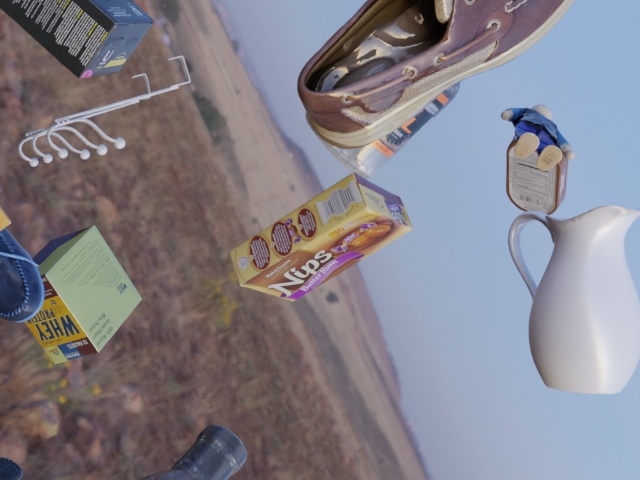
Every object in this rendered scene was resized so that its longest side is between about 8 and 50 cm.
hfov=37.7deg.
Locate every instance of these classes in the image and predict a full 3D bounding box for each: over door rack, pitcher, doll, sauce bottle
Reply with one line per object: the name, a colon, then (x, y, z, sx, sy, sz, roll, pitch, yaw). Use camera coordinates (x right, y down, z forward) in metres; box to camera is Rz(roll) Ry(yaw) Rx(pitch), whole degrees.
over door rack: (-0.422, -0.240, 1.875, 0.239, 0.324, 0.108, -1, -60, 58)
pitcher: (0.287, 0.065, 1.088, 0.177, 0.125, 0.207, 1, -92, 55)
doll: (0.329, -0.159, 1.409, 0.129, 0.046, 0.189, 30, 27, -3)
sauce bottle: (-0.217, 0.365, 1.136, 0.111, 0.344, 0.111, 23, -45, 25)

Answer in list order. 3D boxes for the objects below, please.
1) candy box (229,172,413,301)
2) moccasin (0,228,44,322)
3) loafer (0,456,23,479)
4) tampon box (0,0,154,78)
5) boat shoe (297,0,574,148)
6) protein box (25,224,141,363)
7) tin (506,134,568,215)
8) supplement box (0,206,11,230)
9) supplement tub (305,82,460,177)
candy box: (0.000, 0.000, 1.093, 0.109, 0.186, 0.053, 22, 41, -54)
moccasin: (-0.608, 0.005, 1.610, 0.342, 0.137, 0.117, 44, -5, 20)
loafer: (-0.557, 0.421, 1.477, 0.080, 0.078, 0.220, 29, 20, 18)
tampon box: (-0.342, -0.320, 1.318, 0.161, 0.101, 0.120, 43, 22, 3)
boat shoe: (0.120, -0.223, 0.879, 0.123, 0.342, 0.123, 56, 3, 22)
protein box: (-0.524, 0.115, 1.996, 0.201, 0.136, 0.200, 61, 32, -21)
tin: (0.383, -0.117, 1.665, 0.106, 0.040, 0.190, 16, -37, 24)
supplement box: (-0.525, -0.020, 1.191, 0.129, 0.194, 0.191, 58, -22, -17)
supplement tub: (0.149, -0.313, 1.997, 0.207, 0.338, 0.207, 43, 14, -13)
